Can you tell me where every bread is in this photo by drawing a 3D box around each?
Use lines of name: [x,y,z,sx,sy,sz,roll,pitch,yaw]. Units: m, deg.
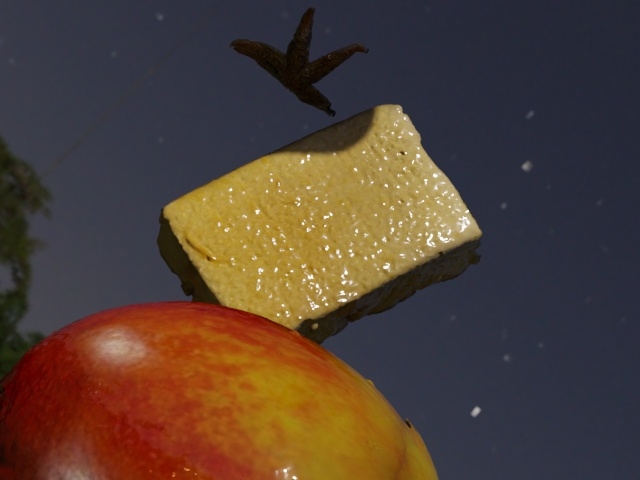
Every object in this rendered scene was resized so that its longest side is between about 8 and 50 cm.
bread: [0.000,0.000,1.239,0.185,0.274,0.114,57,-18,18]

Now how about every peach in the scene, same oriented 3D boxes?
peach: [-0.093,0.219,0.943,0.370,0.370,0.370,37,-21,17]

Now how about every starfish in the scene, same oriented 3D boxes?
starfish: [-0.014,-0.166,1.271,0.133,0.041,0.130,-11,-51,26]
